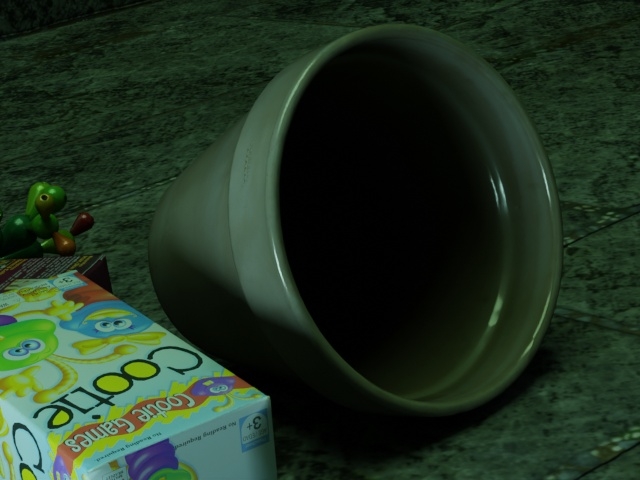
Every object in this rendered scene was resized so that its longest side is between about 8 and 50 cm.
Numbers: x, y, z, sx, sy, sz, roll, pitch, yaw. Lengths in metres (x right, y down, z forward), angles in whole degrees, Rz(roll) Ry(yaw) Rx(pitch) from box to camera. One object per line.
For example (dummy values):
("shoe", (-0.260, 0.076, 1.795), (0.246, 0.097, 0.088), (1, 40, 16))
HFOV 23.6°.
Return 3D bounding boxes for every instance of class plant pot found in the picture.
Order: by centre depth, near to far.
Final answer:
("plant pot", (0.000, 0.000, 1.333), (0.323, 0.323, 0.280), (-24, 8, -41))

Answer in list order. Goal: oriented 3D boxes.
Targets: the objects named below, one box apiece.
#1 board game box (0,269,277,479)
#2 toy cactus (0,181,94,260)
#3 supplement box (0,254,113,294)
("board game box", (-0.164, 0.144, 1.102), (0.144, 0.142, 0.275), (-19, 29, -32))
("toy cactus", (-0.337, 0.014, 1.677), (0.180, 0.112, 0.219), (-41, -5, 6))
("supplement box", (-0.312, 0.071, 1.537), (0.188, 0.081, 0.104), (-3, 18, 18))
